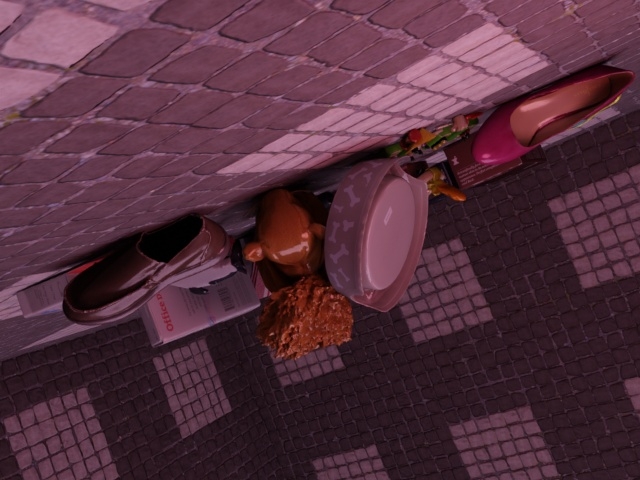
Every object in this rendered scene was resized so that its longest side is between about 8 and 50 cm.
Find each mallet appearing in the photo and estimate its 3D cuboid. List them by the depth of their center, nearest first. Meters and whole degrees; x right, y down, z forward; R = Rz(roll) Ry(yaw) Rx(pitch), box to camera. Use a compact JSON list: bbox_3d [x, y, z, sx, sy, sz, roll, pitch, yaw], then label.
[{"bbox_3d":[-0.048,-0.093,1.805,0.190,0.039,0.062,-14,169,-37],"label":"mallet"}]

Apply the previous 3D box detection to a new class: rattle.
[{"bbox_3d":[0.301,-0.104,1.932,0.199,0.143,0.130,-46,175,13],"label":"rattle"}]

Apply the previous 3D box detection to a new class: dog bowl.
[{"bbox_3d":[0.124,-0.020,1.472,0.102,0.348,0.349,12,-167,28],"label":"dog bowl"}]

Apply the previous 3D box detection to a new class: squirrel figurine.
[{"bbox_3d":[-0.037,0.067,1.542,0.281,0.396,0.370,-11,163,3],"label":"squirrel figurine"}]

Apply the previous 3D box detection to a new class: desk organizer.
[{"bbox_3d":[0.273,-0.198,1.969,0.047,0.050,0.130,-25,175,37],"label":"desk organizer"}]

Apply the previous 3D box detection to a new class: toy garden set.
[{"bbox_3d":[0.260,-0.226,1.530,0.244,0.049,0.204,-21,176,-15],"label":"toy garden set"}]

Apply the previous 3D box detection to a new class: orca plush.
[{"bbox_3d":[-0.292,0.044,1.707,0.287,0.151,0.102,-25,-152,40],"label":"orca plush"}]

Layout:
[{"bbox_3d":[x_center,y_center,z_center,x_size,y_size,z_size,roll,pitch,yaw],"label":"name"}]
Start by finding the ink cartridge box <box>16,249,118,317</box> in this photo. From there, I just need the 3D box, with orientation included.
[{"bbox_3d":[-0.511,0.094,1.585,0.261,0.066,0.296,-22,176,14],"label":"ink cartridge box"}]

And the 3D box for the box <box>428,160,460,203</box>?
[{"bbox_3d":[0.414,-0.199,2.304,0.153,0.108,0.207,-19,176,-39],"label":"box"}]

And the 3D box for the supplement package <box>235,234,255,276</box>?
[{"bbox_3d":[-0.211,0.059,2.195,0.134,0.139,0.244,-23,177,29],"label":"supplement package"}]

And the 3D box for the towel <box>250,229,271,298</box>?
[{"bbox_3d":[-0.123,0.047,2.113,0.037,0.237,0.329,16,-166,24],"label":"towel"}]

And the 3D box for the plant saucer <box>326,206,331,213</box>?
[{"bbox_3d":[0.000,0.000,2.042,0.401,0.100,0.400,-23,151,-14],"label":"plant saucer"}]

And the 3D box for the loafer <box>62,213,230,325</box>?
[{"bbox_3d":[-0.370,0.040,1.375,0.366,0.134,0.130,-30,148,-10],"label":"loafer"}]

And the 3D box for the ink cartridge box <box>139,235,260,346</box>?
[{"bbox_3d":[-0.359,0.142,1.902,0.306,0.226,0.131,-18,174,-29],"label":"ink cartridge box"}]

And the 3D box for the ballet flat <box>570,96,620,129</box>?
[{"bbox_3d":[0.778,-0.392,1.967,0.231,0.077,0.077,-29,-171,48],"label":"ballet flat"}]

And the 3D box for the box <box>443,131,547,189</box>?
[{"bbox_3d":[0.528,-0.253,1.989,0.191,0.143,0.381,-24,174,30],"label":"box"}]

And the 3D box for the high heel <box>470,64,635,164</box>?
[{"bbox_3d":[0.512,-0.287,1.496,0.377,0.127,0.181,-36,-170,-16],"label":"high heel"}]
